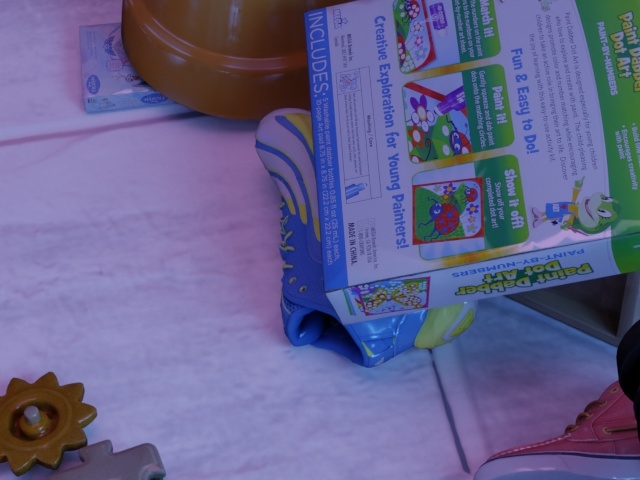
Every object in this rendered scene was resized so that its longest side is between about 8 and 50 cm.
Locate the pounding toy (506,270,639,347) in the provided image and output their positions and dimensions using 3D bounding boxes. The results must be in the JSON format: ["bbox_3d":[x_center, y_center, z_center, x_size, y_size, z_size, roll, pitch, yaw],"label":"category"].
[{"bbox_3d":[0.188,-0.020,1.199,0.141,0.130,0.100,25,54,22],"label":"pounding toy"}]

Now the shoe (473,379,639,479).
[{"bbox_3d":[0.186,0.138,1.111,0.178,0.063,0.081,-2,48,-6],"label":"shoe"}]

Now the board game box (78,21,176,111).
[{"bbox_3d":[-0.156,-0.149,1.393,0.090,0.020,0.090,-5,49,-5],"label":"board game box"}]

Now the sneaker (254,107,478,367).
[{"bbox_3d":[0.000,0.000,1.214,0.126,0.091,0.240,-32,56,-22],"label":"sneaker"}]

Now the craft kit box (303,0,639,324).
[{"bbox_3d":[0.118,-0.079,1.152,0.247,0.061,0.250,-12,56,13],"label":"craft kit box"}]

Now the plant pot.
[{"bbox_3d":[-0.056,-0.234,1.336,0.205,0.188,0.205,4,48,-5],"label":"plant pot"}]

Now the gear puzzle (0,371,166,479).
[{"bbox_3d":[-0.164,0.219,1.068,0.175,0.044,0.339,-18,48,-11],"label":"gear puzzle"}]

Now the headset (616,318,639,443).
[{"bbox_3d":[0.272,0.110,0.916,0.185,0.394,0.243,-4,28,0],"label":"headset"}]
